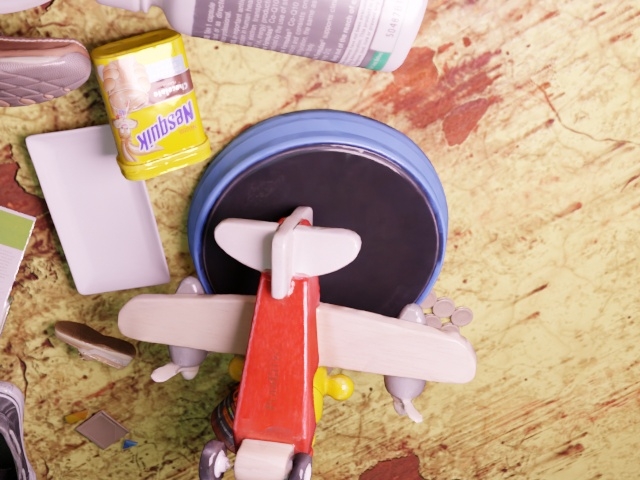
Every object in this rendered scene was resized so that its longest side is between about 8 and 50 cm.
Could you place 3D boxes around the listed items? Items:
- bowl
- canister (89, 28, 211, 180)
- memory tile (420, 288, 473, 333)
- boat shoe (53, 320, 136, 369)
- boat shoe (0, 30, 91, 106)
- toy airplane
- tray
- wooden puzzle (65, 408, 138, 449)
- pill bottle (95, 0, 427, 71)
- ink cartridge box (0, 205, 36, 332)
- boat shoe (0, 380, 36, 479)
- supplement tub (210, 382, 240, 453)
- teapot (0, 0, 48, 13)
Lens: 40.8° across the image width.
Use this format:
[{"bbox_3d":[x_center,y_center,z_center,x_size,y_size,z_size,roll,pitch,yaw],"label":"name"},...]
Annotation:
[{"bbox_3d":[0.000,0.000,1.270,0.391,0.077,0.391,-2,122,-3],"label":"bowl"},{"bbox_3d":[-0.222,-0.178,1.130,0.126,0.073,0.170,-21,122,-19],"label":"canister"},{"bbox_3d":[0.170,0.148,1.412,0.113,0.012,0.148,25,118,-18],"label":"memory tile"},{"bbox_3d":[-0.362,0.170,1.366,0.135,0.050,0.045,26,111,-19],"label":"boat shoe"},{"bbox_3d":[-0.446,-0.233,1.060,0.324,0.123,0.116,-2,79,2],"label":"boat shoe"},{"bbox_3d":[-0.041,0.141,1.189,0.384,0.272,0.386,-40,80,8],"label":"toy airplane"},{"bbox_3d":[-0.315,-0.045,1.247,0.145,0.030,0.270,-9,122,0],"label":"tray"},{"bbox_3d":[-0.376,0.325,1.484,0.078,0.014,0.116,-27,120,18],"label":"wooden puzzle"},{"bbox_3d":[-0.066,-0.323,0.989,0.361,0.204,0.204,8,121,-10],"label":"pill bottle"},{"bbox_3d":[-0.546,0.060,1.269,0.189,0.097,0.255,19,84,-15],"label":"ink cartridge box"},{"bbox_3d":[-0.555,0.395,1.451,0.121,0.119,0.335,2,122,-6],"label":"boat shoe"},{"bbox_3d":[-0.083,0.258,1.409,0.106,0.106,0.198,35,113,-23],"label":"supplement tub"},{"bbox_3d":[-0.369,-0.393,0.945,0.256,0.187,0.252,-7,147,-30],"label":"teapot"}]
